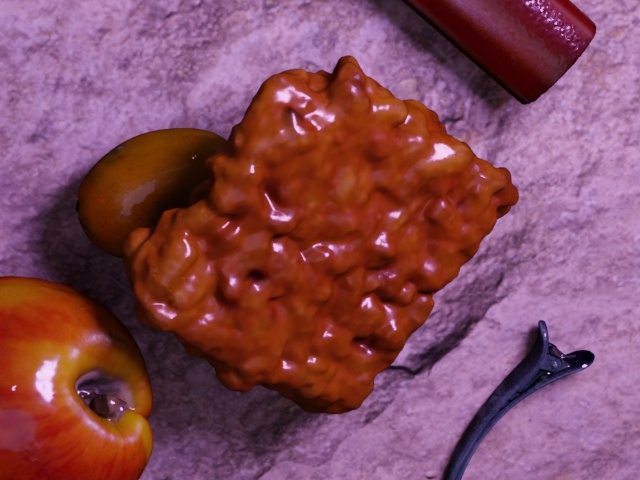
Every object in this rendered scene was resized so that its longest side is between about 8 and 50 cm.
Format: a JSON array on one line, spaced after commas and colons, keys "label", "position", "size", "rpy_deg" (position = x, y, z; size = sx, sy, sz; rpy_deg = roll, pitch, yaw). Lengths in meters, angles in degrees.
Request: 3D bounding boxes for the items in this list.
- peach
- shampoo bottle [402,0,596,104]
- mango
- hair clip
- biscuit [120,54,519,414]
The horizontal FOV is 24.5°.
[{"label": "peach", "position": [-0.296, 0.158, 1.390], "size": [0.281, 0.238, 0.281], "rpy_deg": [6, 151, 3]}, {"label": "shampoo bottle", "position": [0.125, -0.240, 1.338], "size": [0.260, 0.064, 0.102], "rpy_deg": [38, 106, -15]}, {"label": "mango", "position": [-0.154, -0.050, 1.389], "size": [0.163, 0.089, 0.111], "rpy_deg": [-42, 113, 6]}, {"label": "hair clip", "position": [0.184, 0.183, 1.527], "size": [0.070, 0.039, 0.229], "rpy_deg": [33, 111, -13]}, {"label": "biscuit", "position": [0.000, 0.000, 1.352], "size": [0.318, 0.110, 0.312], "rpy_deg": [31, 101, -35]}]
